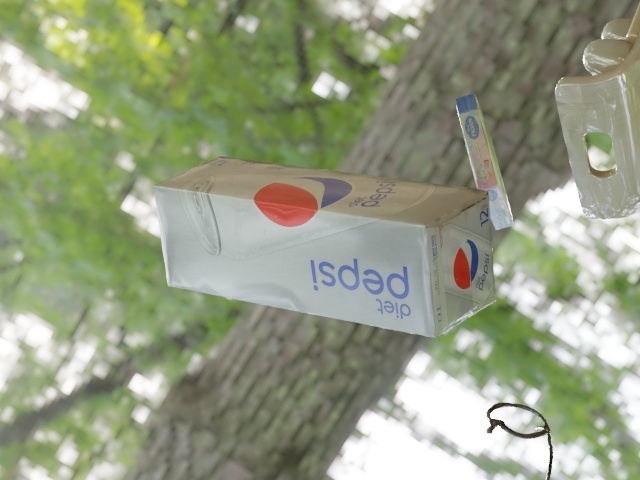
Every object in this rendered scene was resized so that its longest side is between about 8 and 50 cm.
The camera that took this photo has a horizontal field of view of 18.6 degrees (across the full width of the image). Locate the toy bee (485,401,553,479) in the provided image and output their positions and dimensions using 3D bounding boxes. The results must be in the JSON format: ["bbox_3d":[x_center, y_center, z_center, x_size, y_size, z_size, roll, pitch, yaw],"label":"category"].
[{"bbox_3d":[0.242,0.284,1.711,0.195,0.162,0.298,9,-162,-12],"label":"toy bee"}]

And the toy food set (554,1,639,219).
[{"bbox_3d":[0.273,-0.194,1.660,0.092,0.306,0.219,15,156,22],"label":"toy food set"}]

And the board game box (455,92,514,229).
[{"bbox_3d":[0.141,-0.067,1.674,0.090,0.020,0.090,57,-162,-63],"label":"board game box"}]

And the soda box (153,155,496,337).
[{"bbox_3d":[0.000,0.000,1.600,0.286,0.098,0.091,10,-155,37],"label":"soda box"}]
